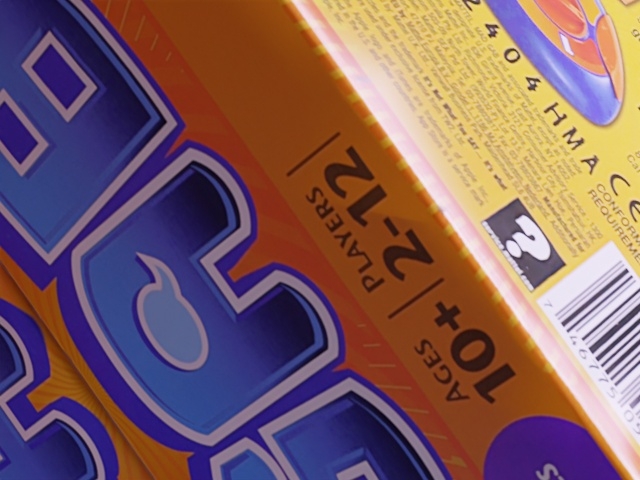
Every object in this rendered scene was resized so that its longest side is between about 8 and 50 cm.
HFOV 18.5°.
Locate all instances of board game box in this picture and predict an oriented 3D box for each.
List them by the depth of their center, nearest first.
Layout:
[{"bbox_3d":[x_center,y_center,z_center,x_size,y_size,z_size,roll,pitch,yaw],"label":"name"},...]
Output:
[{"bbox_3d":[0.000,0.000,0.888,0.356,0.356,0.356,54,37,3],"label":"board game box"}]
